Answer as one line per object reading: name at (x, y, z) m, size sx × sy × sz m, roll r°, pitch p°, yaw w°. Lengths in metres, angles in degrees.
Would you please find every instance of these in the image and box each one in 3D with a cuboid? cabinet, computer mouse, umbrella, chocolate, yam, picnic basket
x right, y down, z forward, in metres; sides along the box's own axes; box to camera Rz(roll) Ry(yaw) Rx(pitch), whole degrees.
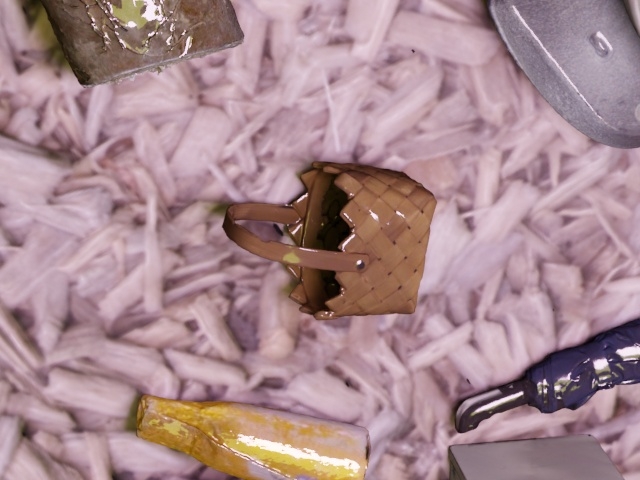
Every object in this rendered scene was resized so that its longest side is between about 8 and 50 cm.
cabinet at (0.204, 0.312, 1.812) m, size 0.150 × 0.145 × 0.206 m, roll -4°, pitch 110°, yaw -9°
computer mouse at (0.225, -0.179, 1.688) m, size 0.113 × 0.068 × 0.229 m, roll -38°, pitch 100°, yaw -14°
umbrella at (0.243, 0.128, 1.797) m, size 0.248 × 0.071 × 0.071 m, roll -18°, pitch 111°, yaw -4°
chocolate at (-0.065, 0.188, 1.766) m, size 0.219 × 0.085 × 0.086 m, roll 14°, pitch 106°, yaw -9°
yam at (-0.169, -0.236, 1.563) m, size 0.154 × 0.154 × 0.254 m, roll -22°, pitch 114°, yaw -2°
picnic basket at (0.000, 0.000, 1.677) m, size 0.178 × 0.128 × 0.138 m, roll 2°, pitch 107°, yaw -28°

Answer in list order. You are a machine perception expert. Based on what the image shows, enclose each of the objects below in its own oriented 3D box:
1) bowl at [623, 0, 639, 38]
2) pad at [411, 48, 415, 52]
bowl at (0.391, -0.266, 1.623) m, size 0.307 × 0.163 × 0.307 m, roll -4°, pitch 117°, yaw -9°
pad at (-0.002, -0.302, 1.552) m, size 0.323 × 0.055 × 0.250 m, roll 48°, pitch 66°, yaw -4°
